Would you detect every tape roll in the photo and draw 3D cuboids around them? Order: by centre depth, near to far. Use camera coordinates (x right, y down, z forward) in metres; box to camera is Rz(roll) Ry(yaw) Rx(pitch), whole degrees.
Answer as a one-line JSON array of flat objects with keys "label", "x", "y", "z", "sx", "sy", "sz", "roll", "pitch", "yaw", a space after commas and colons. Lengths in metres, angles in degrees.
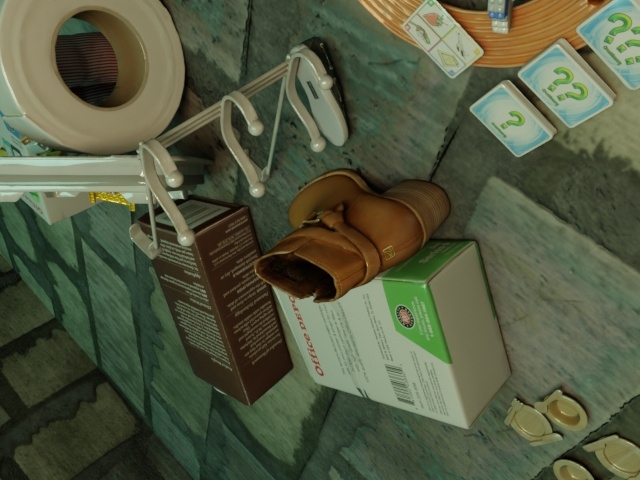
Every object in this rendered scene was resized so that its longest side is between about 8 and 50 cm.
[{"label": "tape roll", "x": -0.355, "y": -0.272, "z": 0.856, "sx": 0.100, "sy": 0.286, "sz": 0.286, "roll": 12, "pitch": 125, "yaw": 42}]

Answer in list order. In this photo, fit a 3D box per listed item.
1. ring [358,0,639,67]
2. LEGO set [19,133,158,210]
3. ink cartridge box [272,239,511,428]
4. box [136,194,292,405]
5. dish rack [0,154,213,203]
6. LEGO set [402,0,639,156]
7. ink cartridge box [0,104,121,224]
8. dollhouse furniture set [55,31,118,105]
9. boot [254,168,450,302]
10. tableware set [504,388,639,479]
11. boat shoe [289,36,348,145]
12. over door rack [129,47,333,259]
[{"label": "ring", "x": 0.125, "y": -0.294, "z": 0.451, "sx": 0.336, "sy": 0.032, "sz": 0.337, "roll": 28, "pitch": 150, "yaw": 17}, {"label": "LEGO set", "x": -0.451, "y": -0.156, "z": 1.126, "sx": 0.287, "sy": 0.107, "sz": 0.132, "roll": 25, "pitch": 144, "yaw": -29}, {"label": "ink cartridge box", "x": 0.089, "y": 0.112, "z": 0.785, "sx": 0.289, "sy": 0.121, "sz": 0.211, "roll": 2, "pitch": 118, "yaw": 48}, {"label": "box", "x": -0.198, "y": 0.115, "z": 1.098, "sx": 0.191, "sy": 0.143, "sz": 0.382, "roll": 14, "pitch": 125, "yaw": 41}, {"label": "dish rack", "x": -0.356, "y": -0.100, "z": 0.900, "sx": 0.332, "sy": 0.285, "sz": 0.073, "roll": 1, "pitch": 97, "yaw": 1}, {"label": "LEGO set", "x": 0.155, "y": -0.186, "z": 0.489, "sx": 0.244, "sy": 0.060, "sz": 0.182, "roll": 43, "pitch": 148, "yaw": -9}, {"label": "ink cartridge box", "x": -0.573, "y": -0.218, "z": 1.211, "sx": 0.198, "sy": 0.197, "sz": 0.270, "roll": 33, "pitch": 138, "yaw": 28}, {"label": "dollhouse furniture set", "x": -0.510, "y": -0.412, "z": 1.008, "sx": 0.152, "sy": 0.201, "sz": 0.374, "roll": -34, "pitch": 84, "yaw": 54}, {"label": "boot", "x": 0.000, "y": 0.000, "z": 0.718, "sx": 0.283, "sy": 0.220, "sz": 0.109, "roll": 10, "pitch": 124, "yaw": 44}, {"label": "tableware set", "x": 0.324, "y": 0.261, "z": 0.721, "sx": 0.168, "sy": 0.020, "sz": 0.141, "roll": 44, "pitch": 142, "yaw": 15}, {"label": "boat shoe", "x": 0.009, "y": -0.188, "z": 0.712, "sx": 0.049, "sy": 0.040, "sz": 0.142, "roll": 17, "pitch": 142, "yaw": 48}, {"label": "over door rack", "x": -0.120, "y": -0.085, "z": 0.737, "sx": 0.108, "sy": 0.239, "sz": 0.324, "roll": 51, "pitch": 154, "yaw": 1}]
